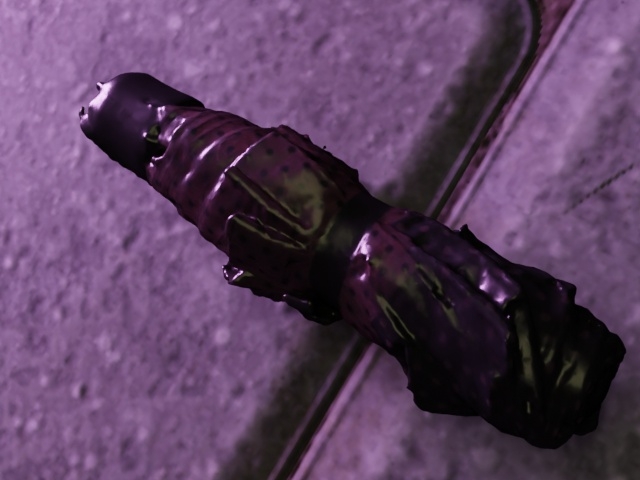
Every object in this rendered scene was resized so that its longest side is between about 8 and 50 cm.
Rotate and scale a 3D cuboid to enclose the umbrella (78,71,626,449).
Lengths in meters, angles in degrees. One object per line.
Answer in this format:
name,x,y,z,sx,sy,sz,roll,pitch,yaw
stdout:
umbrella,0.000,0.000,0.541,0.326,0.090,0.094,30,91,25
